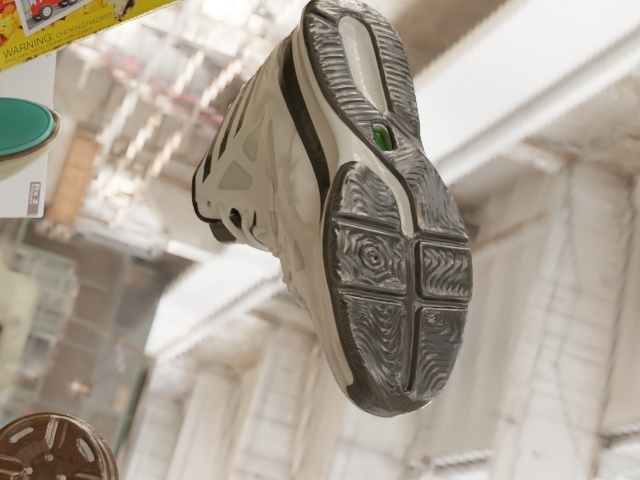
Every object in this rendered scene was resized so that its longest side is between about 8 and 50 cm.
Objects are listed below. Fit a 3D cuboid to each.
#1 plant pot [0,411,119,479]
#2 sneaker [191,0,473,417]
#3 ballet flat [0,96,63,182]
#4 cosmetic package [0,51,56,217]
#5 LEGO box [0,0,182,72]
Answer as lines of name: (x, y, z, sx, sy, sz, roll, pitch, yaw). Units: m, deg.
plant pot: (-0.302, 0.262, 1.729, 0.165, 0.167, 0.167, 125, -19, -74)
sneaker: (0.001, 0.000, 1.583, 0.257, 0.169, 0.448, -40, -131, 45)
ballet flat: (-0.345, -0.089, 1.498, 0.086, 0.248, 0.086, 4, 90, -69)
cosmetic package: (-0.496, -0.147, 1.765, 0.156, 0.385, 0.217, -3, 98, -62)
LEGO box: (-0.258, -0.410, 1.552, 0.193, 0.500, 0.373, 32, -43, 38)
